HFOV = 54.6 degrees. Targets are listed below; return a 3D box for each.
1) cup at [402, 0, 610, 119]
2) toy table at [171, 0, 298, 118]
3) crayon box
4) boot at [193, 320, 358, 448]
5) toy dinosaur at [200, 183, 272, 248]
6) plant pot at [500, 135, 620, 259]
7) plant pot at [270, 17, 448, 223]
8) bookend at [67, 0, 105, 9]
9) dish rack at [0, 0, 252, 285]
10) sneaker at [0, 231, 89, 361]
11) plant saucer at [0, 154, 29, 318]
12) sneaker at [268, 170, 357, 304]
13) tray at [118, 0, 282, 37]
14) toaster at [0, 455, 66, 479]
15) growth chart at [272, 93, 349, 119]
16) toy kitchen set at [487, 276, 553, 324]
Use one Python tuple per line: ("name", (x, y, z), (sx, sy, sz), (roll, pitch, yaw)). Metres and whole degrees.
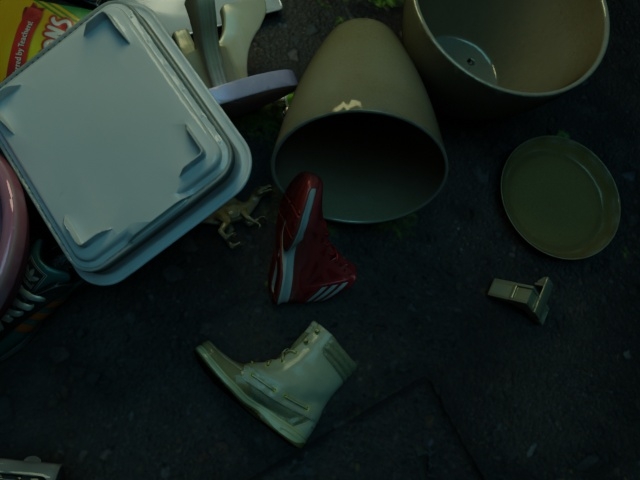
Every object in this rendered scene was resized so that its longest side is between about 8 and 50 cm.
("cup", (0.272, -0.336, 1.058), (0.330, 0.237, 0.331), (4, 73, -12))
("toy table", (-0.183, -0.268, 0.953), (0.274, 0.252, 0.161), (-24, 96, -31))
("crayon box", (-0.479, -0.272, 0.963), (0.318, 0.081, 0.202), (6, 73, -10))
("boot", (-0.064, 0.181, 0.923), (0.213, 0.077, 0.165), (41, 71, -4))
("toy dinosaur", (-0.153, -0.034, 0.988), (0.183, 0.053, 0.093), (-19, 63, -24))
("plant pot", (0.430, -0.076, 1.125), (0.236, 0.032, 0.237), (3, 74, -10))
("plant pot", (0.063, -0.209, 0.973), (0.256, 0.256, 0.274), (10, 56, -9))
("bookend", (-0.425, -0.466, 0.991), (0.157, 0.156, 0.072), (18, 71, -7))
("dish rack", (-0.280, -0.140, 0.805), (0.285, 0.072, 0.333), (-36, 78, 2))
("sneaker", (-0.407, 0.062, 0.860), (0.108, 0.121, 0.302), (46, 71, 4))
("plant saucer", (-0.513, 0.023, 0.814), (0.332, 0.084, 0.332), (-5, 72, 16))
("sneaker", (0.000, 0.000, 0.948), (0.128, 0.221, 0.087), (3, 34, -22))
("tray", (-0.215, -0.427, 1.091), (0.270, 0.030, 0.145), (-22, 79, -17))
("toaster", (-0.414, 0.351, 0.743), (0.167, 0.110, 0.186), (9, 37, -8))
("growth chart", (0.034, -0.165, 1.074), (0.171, 0.021, 0.237), (-20, 80, -18))
("toy kitchen set", (0.347, 0.090, 1.060), (0.083, 0.075, 0.068), (43, 68, -40))
